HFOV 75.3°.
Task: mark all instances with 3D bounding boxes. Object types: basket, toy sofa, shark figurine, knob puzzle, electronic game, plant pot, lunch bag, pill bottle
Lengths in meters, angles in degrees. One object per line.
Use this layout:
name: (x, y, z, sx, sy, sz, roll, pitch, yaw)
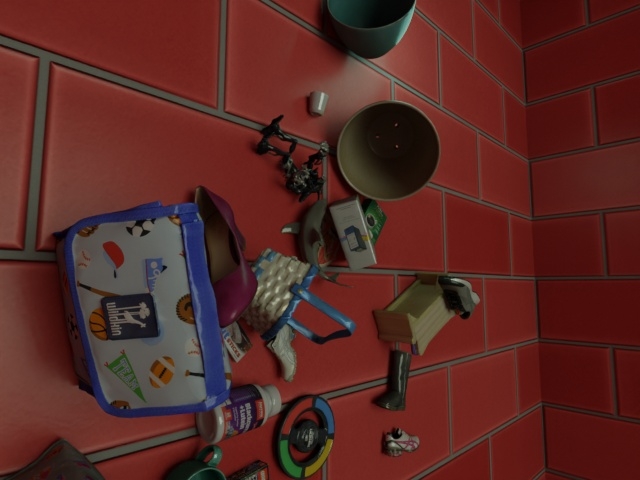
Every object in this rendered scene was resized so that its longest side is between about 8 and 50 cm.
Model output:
basket: (-0.071, 0.162, 1.041, 0.289, 0.255, 0.201, 40, 60, -5)
toy sofa: (0.371, 0.270, 1.581, 0.362, 0.150, 0.177, -31, 111, -43)
shark figurine: (-0.007, 0.022, 1.225, 0.166, 0.116, 0.278, -15, 93, -29)
knob puzzle: (0.000, 0.000, 1.319, 0.213, 0.030, 0.213, 6, 82, -45)
electronic game: (-0.039, 0.569, 1.205, 0.229, 0.048, 0.229, 6, 82, -45)
plant pot: (0.179, -0.757, 1.441, 0.195, 0.290, 0.290, 71, 33, -65)
lunch bag: (-0.313, 0.111, 0.739, 0.238, 0.385, 0.328, -12, 95, -46)
pill bottle: (-0.195, 0.416, 1.020, 0.193, 0.108, 0.108, 1, 85, -45)
lunch bag: (-0.416, 0.512, 0.706, 0.160, 0.223, 0.262, -33, 111, -36)

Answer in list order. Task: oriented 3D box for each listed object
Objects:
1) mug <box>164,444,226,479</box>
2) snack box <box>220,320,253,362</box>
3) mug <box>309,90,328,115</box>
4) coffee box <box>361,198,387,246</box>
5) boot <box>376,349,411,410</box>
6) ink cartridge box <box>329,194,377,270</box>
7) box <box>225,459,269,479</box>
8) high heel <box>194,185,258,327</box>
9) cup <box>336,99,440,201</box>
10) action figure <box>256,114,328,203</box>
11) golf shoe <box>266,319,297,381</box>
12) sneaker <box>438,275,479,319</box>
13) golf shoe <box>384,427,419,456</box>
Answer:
mug: (-0.279, 0.555, 0.929, 0.157, 0.097, 0.130, -33, 108, -43)
snack box: (-0.240, 0.223, 1.057, 0.064, 0.022, 0.178, -44, 116, -37)
mug: (-0.003, -0.437, 1.344, 0.078, 0.062, 0.064, 14, 84, -37)
coffee box: (0.171, -0.051, 1.489, 0.113, 0.040, 0.184, 47, 56, -31)
boot: (0.275, 0.506, 1.512, 0.189, 0.076, 0.209, 30, 71, -55)
ink cartridge box: (0.107, -0.028, 1.323, 0.154, 0.093, 0.213, -60, 134, -77)
box: (-0.194, 0.702, 1.036, 0.159, 0.044, 0.233, -5, 89, -45)
high heel: (-0.237, 0.023, 0.903, 0.127, 0.377, 0.181, -30, 120, 2)
cup: (0.237, -0.332, 1.429, 0.331, 0.331, 0.237, 62, 24, -21)
action figure: (-0.057, -0.221, 1.210, 0.275, 0.140, 0.164, 44, 55, -29)
golf shoe: (-0.113, 0.307, 1.161, 0.086, 0.069, 0.176, 3, 78, -28)
sneaker: (0.522, 0.214, 1.566, 0.271, 0.100, 0.108, 40, 66, -38)
golf shoe: (0.304, 0.732, 1.521, 0.186, 0.067, 0.086, 12, 76, -44)
